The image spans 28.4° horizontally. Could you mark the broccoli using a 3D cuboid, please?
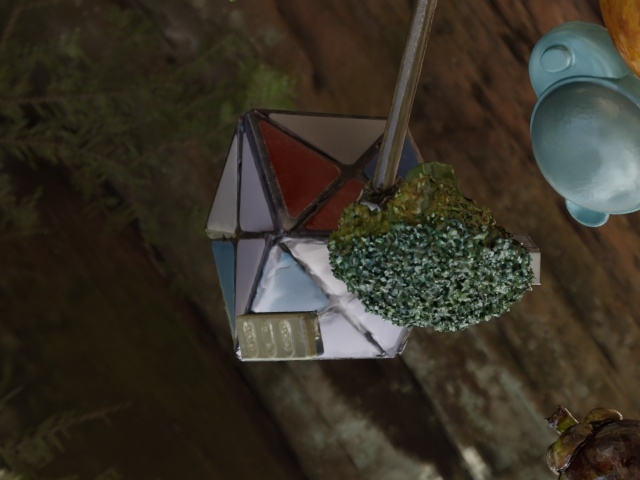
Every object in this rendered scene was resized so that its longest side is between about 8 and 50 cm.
[{"bbox_3d":[0.116,-0.003,1.333,0.194,0.220,0.194,-178,90,-85],"label":"broccoli"}]

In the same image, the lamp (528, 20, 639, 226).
[{"bbox_3d":[0.377,-0.160,1.727,0.147,0.209,0.284,-13,-88,-44],"label":"lamp"}]

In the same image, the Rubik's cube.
[{"bbox_3d":[0.000,0.000,2.040,0.307,0.310,0.305,-1,-132,-23],"label":"Rubik's cube"}]

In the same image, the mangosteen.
[{"bbox_3d":[0.409,0.318,1.799,0.217,0.192,0.192,55,-170,28],"label":"mangosteen"}]

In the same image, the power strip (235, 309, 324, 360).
[{"bbox_3d":[-0.049,0.113,1.509,0.032,0.123,0.056,-13,-84,-46],"label":"power strip"}]

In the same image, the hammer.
[{"bbox_3d":[0.102,-0.188,1.437,0.043,0.365,0.111,18,-156,11],"label":"hammer"}]

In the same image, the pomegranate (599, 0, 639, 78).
[{"bbox_3d":[0.357,-0.223,1.054,0.248,0.248,0.248,51,-168,-15],"label":"pomegranate"}]

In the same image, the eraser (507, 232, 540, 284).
[{"bbox_3d":[0.238,0.021,1.666,0.212,0.092,0.046,-62,-27,-83],"label":"eraser"}]
